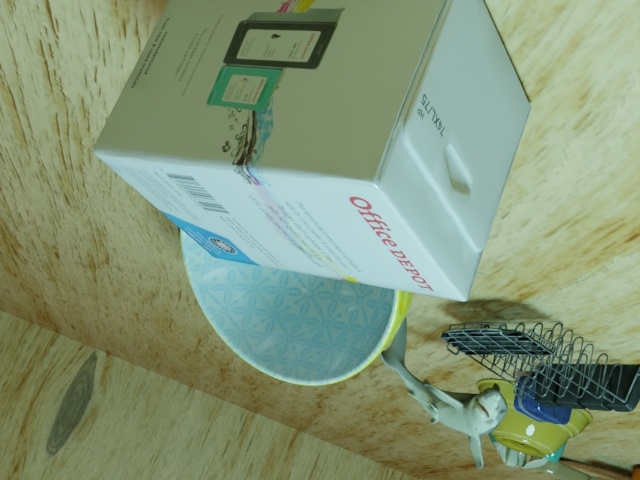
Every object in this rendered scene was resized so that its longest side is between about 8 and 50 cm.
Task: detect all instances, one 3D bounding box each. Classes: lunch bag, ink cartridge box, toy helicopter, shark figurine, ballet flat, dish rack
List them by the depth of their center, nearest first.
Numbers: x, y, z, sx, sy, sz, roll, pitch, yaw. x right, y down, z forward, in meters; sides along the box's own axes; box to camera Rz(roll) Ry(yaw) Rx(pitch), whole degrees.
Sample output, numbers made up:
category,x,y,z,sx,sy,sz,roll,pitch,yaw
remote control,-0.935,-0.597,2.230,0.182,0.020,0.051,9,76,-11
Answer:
category,x,y,z,sx,sy,sz,roll,pitch,yaw
ink cartridge box,0.002,-0.092,0.793,0.270,0.197,0.198,9,157,32
dish rack,0.318,0.171,1.379,0.271,0.074,0.208,33,157,-25
shark figurine,0.210,0.232,1.458,0.278,0.116,0.166,25,139,52
lunch bag,0.371,0.265,1.576,0.098,0.067,0.065,32,159,-31
ballet flat,0.407,0.420,1.930,0.083,0.087,0.247,27,161,-15
toy helicopter,0.609,0.531,2.018,0.355,0.140,0.235,18,173,45

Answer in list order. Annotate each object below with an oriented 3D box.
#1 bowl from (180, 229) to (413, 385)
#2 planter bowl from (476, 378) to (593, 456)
category,x,y,z,sx,sy,sz,roll,pitch,yaw
bowl,0.000,0.000,1.067,0.290,0.289,0.156,9,-159,33
planter bowl,0.378,0.337,1.733,0.217,0.090,0.217,20,162,7
